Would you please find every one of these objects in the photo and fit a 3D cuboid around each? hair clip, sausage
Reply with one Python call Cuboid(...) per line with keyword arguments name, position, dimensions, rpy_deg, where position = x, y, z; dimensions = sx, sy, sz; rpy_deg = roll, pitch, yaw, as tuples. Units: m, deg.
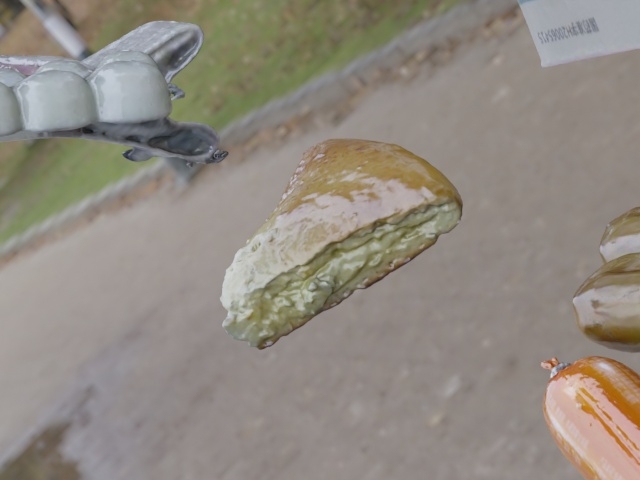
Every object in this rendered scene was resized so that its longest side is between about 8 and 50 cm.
Cuboid(name="hair clip", position=(-0.136, -0.038, 0.585), dimensions=(0.220, 0.054, 0.140), rpy_deg=(-9, 16, -28))
Cuboid(name="sausage", position=(0.204, 0.143, 1.042), dimensions=(0.071, 0.071, 0.234), rpy_deg=(-43, 48, 2))

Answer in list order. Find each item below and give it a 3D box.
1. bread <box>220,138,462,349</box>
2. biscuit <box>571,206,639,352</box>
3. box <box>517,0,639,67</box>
Cuboid(name="bread", position=(0.021, -0.012, 0.983), dimensions=(0.136, 0.054, 0.154), rpy_deg=(-10, 42, 40))
Cuboid(name="biscuit", position=(0.319, 0.008, 1.159), dimensions=(0.291, 0.062, 0.237), rpy_deg=(-8, 13, 16))
Cuboid(name="box", position=(0.159, -0.198, 0.857), dimensions=(0.065, 0.200, 0.343), rpy_deg=(-24, 7, -13))
